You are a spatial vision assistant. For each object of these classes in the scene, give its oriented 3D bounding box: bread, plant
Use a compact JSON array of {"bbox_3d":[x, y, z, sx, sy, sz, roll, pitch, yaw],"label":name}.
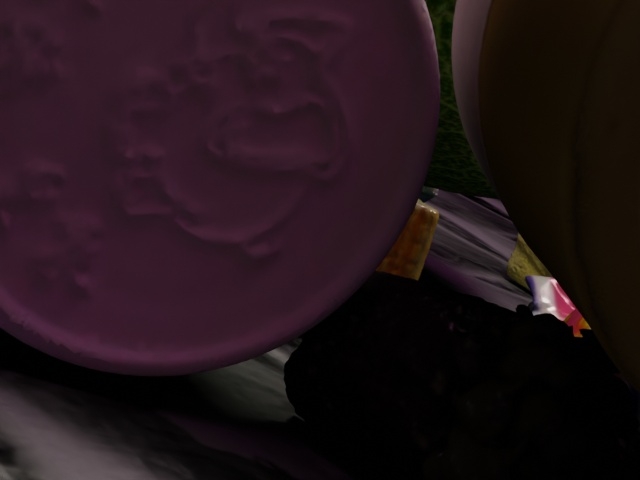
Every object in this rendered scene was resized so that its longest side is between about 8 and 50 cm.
[{"bbox_3d":[0.215,0.018,1.188,0.084,0.080,0.109,14,11,-37],"label":"bread"},{"bbox_3d":[0.059,0.064,0.555,0.143,0.092,0.094,23,-1,35],"label":"plant"}]

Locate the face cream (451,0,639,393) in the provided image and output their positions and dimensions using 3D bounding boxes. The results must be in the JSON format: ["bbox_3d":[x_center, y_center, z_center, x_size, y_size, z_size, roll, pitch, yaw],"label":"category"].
[{"bbox_3d":[0.169,-0.052,0.508,0.218,0.218,0.179,21,17,-14],"label":"face cream"}]

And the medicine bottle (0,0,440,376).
[{"bbox_3d":[-0.097,-0.086,0.632,0.202,0.202,0.316,20,10,-24],"label":"medicine bottle"}]

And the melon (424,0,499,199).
[{"bbox_3d":[0.064,-0.140,0.950,0.331,0.226,0.343,20,-21,39],"label":"melon"}]

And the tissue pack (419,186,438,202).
[{"bbox_3d":[0.033,-0.055,1.191,0.111,0.079,0.085,21,-22,-17],"label":"tissue pack"}]

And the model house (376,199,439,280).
[{"bbox_3d":[0.000,0.000,0.746,0.101,0.088,0.100,10,15,-41],"label":"model house"}]

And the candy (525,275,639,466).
[{"bbox_3d":[0.142,0.064,0.778,0.124,0.124,0.365,22,1,-8],"label":"candy"}]
